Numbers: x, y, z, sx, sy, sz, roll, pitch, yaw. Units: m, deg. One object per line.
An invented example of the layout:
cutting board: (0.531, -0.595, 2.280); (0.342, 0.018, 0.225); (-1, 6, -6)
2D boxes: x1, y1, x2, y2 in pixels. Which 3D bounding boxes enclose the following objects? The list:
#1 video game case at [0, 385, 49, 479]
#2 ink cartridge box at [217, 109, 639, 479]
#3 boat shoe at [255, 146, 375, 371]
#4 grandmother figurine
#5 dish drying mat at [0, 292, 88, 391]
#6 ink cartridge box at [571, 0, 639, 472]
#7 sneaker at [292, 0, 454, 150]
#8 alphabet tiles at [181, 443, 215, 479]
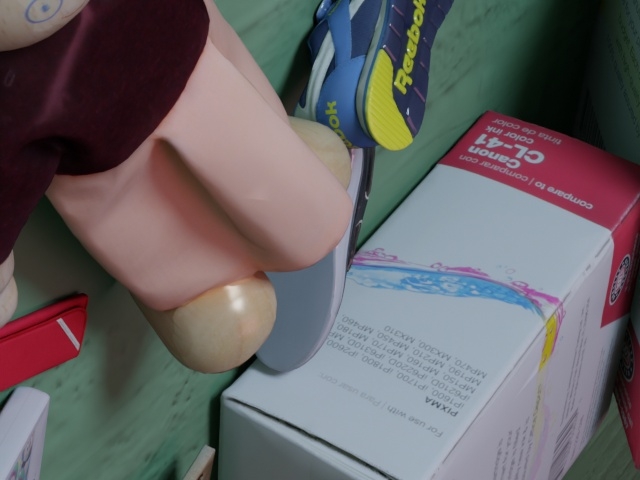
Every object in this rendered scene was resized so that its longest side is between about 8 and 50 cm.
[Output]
video game case: (-0.145, 0.158, 0.668); (0.157, 0.019, 0.143); (-71, 174, -60)
ink cartridge box: (0.072, 0.099, 1.014); (0.306, 0.131, 0.226); (-44, 150, -40)
boat shoe: (0.000, 0.000, 0.859); (0.040, 0.049, 0.142); (-23, 132, -59)
grandmother figurine: (-0.069, -0.062, 0.577); (0.342, 0.104, 0.208); (49, 59, -69)
dish drying mat: (-0.123, 0.046, 0.684); (0.083, 0.008, 0.032); (-26, 137, -57)
ink cartridge box: (0.279, -0.078, 1.085); (0.279, 0.160, 0.384); (-96, -173, -47)
sneaker: (0.024, -0.105, 0.806); (0.053, 0.059, 0.144); (45, 51, -38)
alphabet tiles: (-0.114, 0.216, 0.819); (0.237, 0.009, 0.198); (-57, 167, -41)
